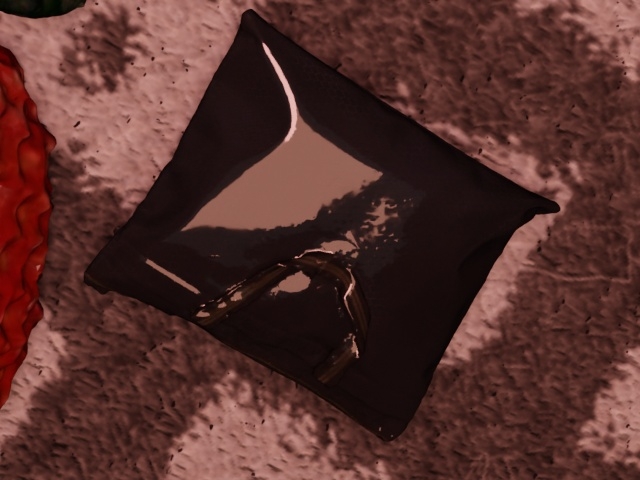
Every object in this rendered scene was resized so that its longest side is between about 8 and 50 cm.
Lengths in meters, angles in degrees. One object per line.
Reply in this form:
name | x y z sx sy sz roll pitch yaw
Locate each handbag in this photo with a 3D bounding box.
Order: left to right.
handbag | 0.000 0.000 1.238 0.254 0.089 0.211 31 102 -18

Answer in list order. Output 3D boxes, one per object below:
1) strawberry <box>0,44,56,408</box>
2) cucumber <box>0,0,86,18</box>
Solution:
strawberry | -0.291 -0.007 1.180 0.265 0.149 0.336 -18 111 0
cucumber | -0.182 -0.191 1.135 0.116 0.062 0.115 0 141 -16
